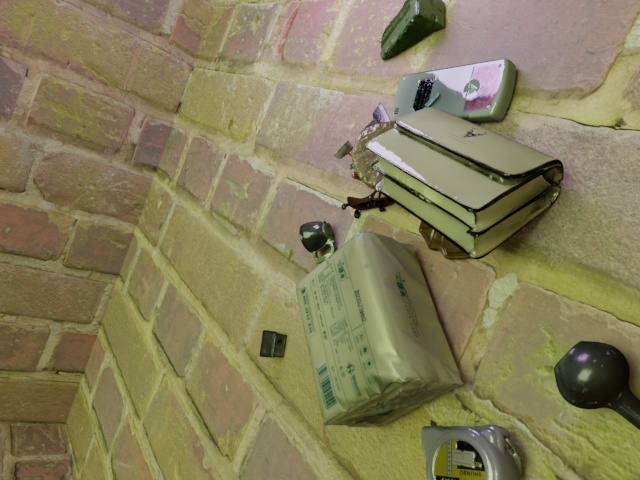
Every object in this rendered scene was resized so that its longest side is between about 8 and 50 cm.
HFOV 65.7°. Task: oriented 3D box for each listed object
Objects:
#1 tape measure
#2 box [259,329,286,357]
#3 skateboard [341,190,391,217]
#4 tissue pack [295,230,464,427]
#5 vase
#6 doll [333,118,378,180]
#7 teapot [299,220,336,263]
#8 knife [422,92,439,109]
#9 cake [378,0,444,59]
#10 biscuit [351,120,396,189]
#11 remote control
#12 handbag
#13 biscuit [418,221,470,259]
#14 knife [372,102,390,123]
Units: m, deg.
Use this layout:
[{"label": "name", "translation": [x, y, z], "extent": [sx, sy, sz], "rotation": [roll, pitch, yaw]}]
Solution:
[{"label": "tape measure", "translation": [0.290, 0.447, 0.959], "extent": [0.196, 0.105, 0.178], "rotation": [-15, 59, 46]}, {"label": "box", "translation": [-0.148, 0.330, 1.567], "extent": [0.063, 0.060, 0.084], "rotation": [-1, 76, 42]}, {"label": "skateboard", "translation": [0.137, -0.116, 1.387], "extent": [0.152, 0.067, 0.080], "rotation": [-6, 62, 44]}, {"label": "tissue pack", "translation": [0.117, 0.210, 1.163], "extent": [0.297, 0.207, 0.380], "rotation": [-41, 48, 37]}, {"label": "vase", "translation": [0.476, 0.249, 0.798], "extent": [0.183, 0.120, 0.120], "rotation": [45, 113, 34]}, {"label": "doll", "translation": [0.162, -0.211, 1.329], "extent": [0.183, 0.085, 0.217], "rotation": [-40, 70, -10]}, {"label": "teapot", "translation": [0.002, -0.005, 1.501], "extent": [0.091, 0.124, 0.092], "rotation": [-21, 18, 28]}, {"label": "knife", "translation": [0.270, -0.341, 1.259], "extent": [0.091, 0.005, 0.014], "rotation": [-44, 49, 32]}, {"label": "cake", "translation": [0.260, -0.606, 1.430], "extent": [0.235, 0.099, 0.100], "rotation": [147, 128, -66]}, {"label": "biscuit", "translation": [0.186, -0.217, 1.265], "extent": [0.033, 0.220, 0.219], "rotation": [84, -175, -69]}, {"label": "remote control", "translation": [0.321, -0.364, 1.250], "extent": [0.344, 0.050, 0.145], "rotation": [15, 89, 52]}, {"label": "handbag", "translation": [0.294, -0.152, 1.066], "extent": [0.237, 0.160, 0.358], "rotation": [-31, 43, -15]}, {"label": "biscuit", "translation": [0.305, -0.054, 1.169], "extent": [0.215, 0.034, 0.182], "rotation": [31, 101, 51]}, {"label": "knife", "translation": [0.183, -0.308, 1.426], "extent": [0.060, 0.028, 0.230], "rotation": [-23, 56, 30]}]
